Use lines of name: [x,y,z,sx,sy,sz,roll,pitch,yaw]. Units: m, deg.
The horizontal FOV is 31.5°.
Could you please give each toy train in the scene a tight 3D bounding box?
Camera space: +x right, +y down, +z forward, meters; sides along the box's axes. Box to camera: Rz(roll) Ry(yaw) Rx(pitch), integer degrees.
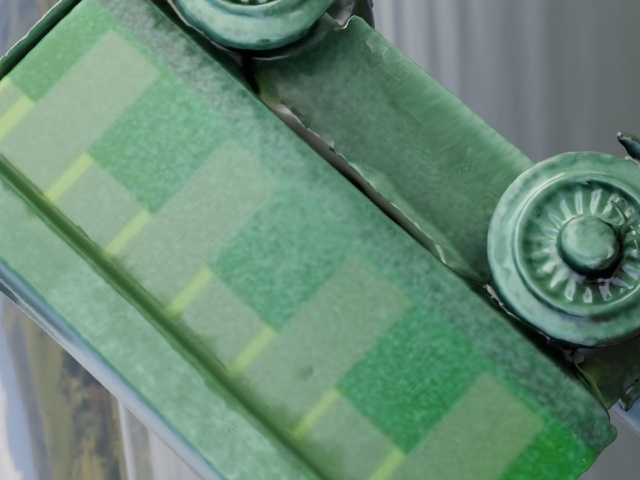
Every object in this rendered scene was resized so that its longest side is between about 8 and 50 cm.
toy train: [0.000,0.000,0.437,0.301,0.202,0.120,42,175,11]
